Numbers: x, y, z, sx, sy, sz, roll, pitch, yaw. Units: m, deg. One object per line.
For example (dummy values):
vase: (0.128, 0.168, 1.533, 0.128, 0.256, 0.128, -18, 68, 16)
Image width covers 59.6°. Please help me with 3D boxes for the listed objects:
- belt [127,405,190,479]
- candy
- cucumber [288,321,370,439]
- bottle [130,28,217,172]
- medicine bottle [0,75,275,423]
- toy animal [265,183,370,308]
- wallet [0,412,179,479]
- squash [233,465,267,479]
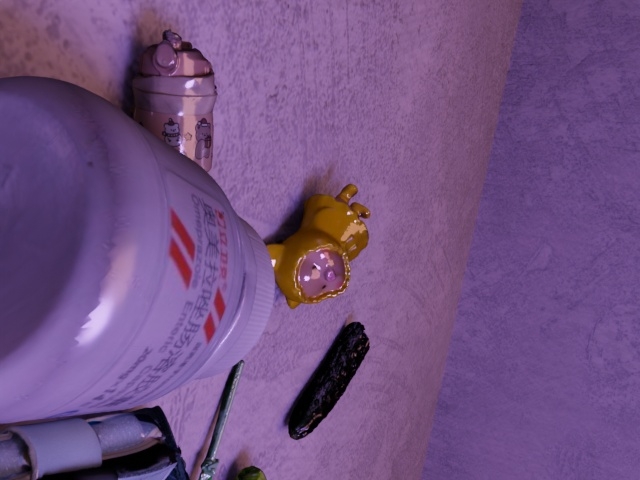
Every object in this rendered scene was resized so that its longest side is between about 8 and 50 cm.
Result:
belt: (-0.203, 0.323, 0.646, 0.116, 0.206, 0.267, -13, 124, -24)
candy: (-0.171, 0.344, 0.871, 0.097, 0.097, 0.323, 48, 52, -58)
cucumber: (0.020, 0.305, 1.196, 0.303, 0.072, 0.081, -52, 146, -38)
bottle: (-0.162, -0.154, 0.624, 0.099, 0.099, 0.152, -25, 124, -57)
medicine bottle: (-0.186, 0.025, 0.499, 0.306, 0.245, 0.244, 36, 70, -70)
toy animal: (0.002, 0.004, 0.973, 0.229, 0.156, 0.156, -49, 143, -25)
wallet: (-0.239, 0.211, 0.415, 0.176, 0.075, 0.250, -47, 154, 7)
squash: (-0.127, 0.522, 1.007, 0.082, 0.082, 0.292, -33, 129, -53)
